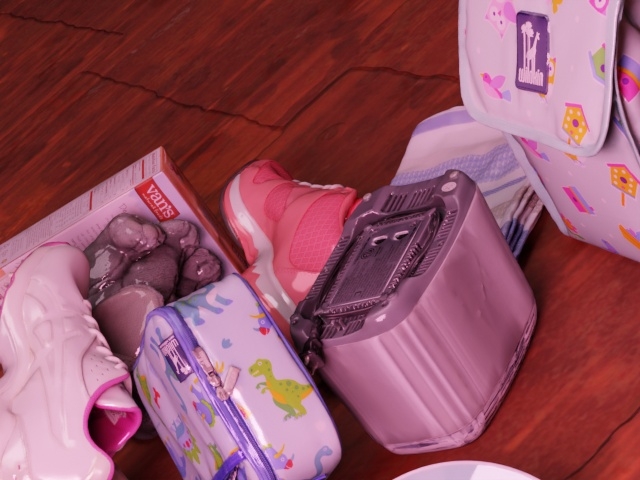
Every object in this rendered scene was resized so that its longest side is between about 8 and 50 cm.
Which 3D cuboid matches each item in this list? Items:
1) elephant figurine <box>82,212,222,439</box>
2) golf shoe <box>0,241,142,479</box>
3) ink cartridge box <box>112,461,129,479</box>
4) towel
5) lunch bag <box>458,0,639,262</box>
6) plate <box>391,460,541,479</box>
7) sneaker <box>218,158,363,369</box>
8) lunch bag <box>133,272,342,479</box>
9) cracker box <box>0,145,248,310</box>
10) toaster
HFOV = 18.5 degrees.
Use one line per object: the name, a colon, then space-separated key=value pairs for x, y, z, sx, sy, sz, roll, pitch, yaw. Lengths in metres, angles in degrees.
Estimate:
elephant figurine: x=-0.149 y=0.097 z=1.765 sx=0.186 sy=0.169 sz=0.239 roll=-56 pitch=33 yaw=28
golf shoe: x=-0.207 y=0.119 z=1.619 sx=0.140 sy=0.115 sz=0.306 roll=-2 pitch=43 yaw=8
ink cartridge box: x=-0.270 y=0.255 z=1.618 sx=0.234 sy=0.088 sz=0.193 roll=-33 pitch=36 yaw=-18
towel: x=0.126 y=-0.042 z=1.779 sx=0.209 sy=0.034 sz=0.285 roll=-16 pitch=32 yaw=37
lunch bag: x=0.227 y=-0.113 z=1.510 sx=0.160 sy=0.262 sz=0.223 roll=-41 pitch=27 yaw=-12
plate: x=0.094 y=0.233 z=1.268 sx=0.188 sy=0.024 sz=0.188 roll=-3 pitch=60 yaw=5
sneaker: x=0.000 y=0.001 z=1.754 sx=0.136 sy=0.116 sz=0.314 roll=-34 pitch=26 yaw=9
lunch bag: x=-0.066 y=0.132 z=1.494 sx=0.090 sy=0.176 sz=0.219 roll=-28 pitch=-9 yaw=-19
cracker box: x=-0.206 y=0.034 z=1.917 sx=0.232 sy=0.156 sz=0.067 roll=-30 pitch=25 yaw=11
toaster: x=0.076 y=0.064 z=1.527 sx=0.129 sy=0.146 sz=0.227 roll=-15 pitch=32 yaw=38
